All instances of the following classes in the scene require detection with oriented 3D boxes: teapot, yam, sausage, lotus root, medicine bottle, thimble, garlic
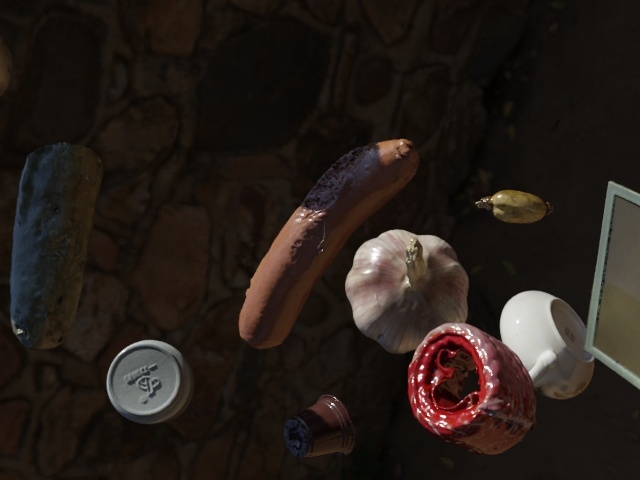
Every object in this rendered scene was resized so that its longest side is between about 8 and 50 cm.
[{"bbox_3d":[0.392,0.194,1.529,0.139,0.298,0.204,-34,87,33],"label":"teapot"},{"bbox_3d":[-0.434,0.014,1.390,0.133,0.133,0.330,-11,72,60],"label":"yam"},{"bbox_3d":[-0.002,-0.001,1.024,0.326,0.087,0.079,-53,6,24],"label":"sausage"},{"bbox_3d":[0.380,-0.065,1.678,0.072,0.152,0.063,16,-99,-87],"label":"lotus root"},{"bbox_3d":[-0.165,0.137,0.829,0.130,0.080,0.080,113,160,-77],"label":"medicine bottle"},{"bbox_3d":[0.224,0.224,1.294,0.163,0.125,0.189,-42,41,19],"label":"thimble"},{"bbox_3d":[0.166,0.069,1.577,0.253,0.245,0.244,100,166,-61],"label":"garlic"}]

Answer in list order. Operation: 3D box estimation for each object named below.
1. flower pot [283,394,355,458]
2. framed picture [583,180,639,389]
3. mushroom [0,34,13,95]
[{"bbox_3d":[-0.009,0.331,1.485,0.111,0.089,0.111,18,113,51],"label":"flower pot"},{"bbox_3d":[0.437,0.080,1.120,0.217,0.017,0.274,-135,40,-54],"label":"framed picture"},{"bbox_3d":[-0.628,-0.230,1.317,0.293,0.293,0.289,-2,82,61],"label":"mushroom"}]
